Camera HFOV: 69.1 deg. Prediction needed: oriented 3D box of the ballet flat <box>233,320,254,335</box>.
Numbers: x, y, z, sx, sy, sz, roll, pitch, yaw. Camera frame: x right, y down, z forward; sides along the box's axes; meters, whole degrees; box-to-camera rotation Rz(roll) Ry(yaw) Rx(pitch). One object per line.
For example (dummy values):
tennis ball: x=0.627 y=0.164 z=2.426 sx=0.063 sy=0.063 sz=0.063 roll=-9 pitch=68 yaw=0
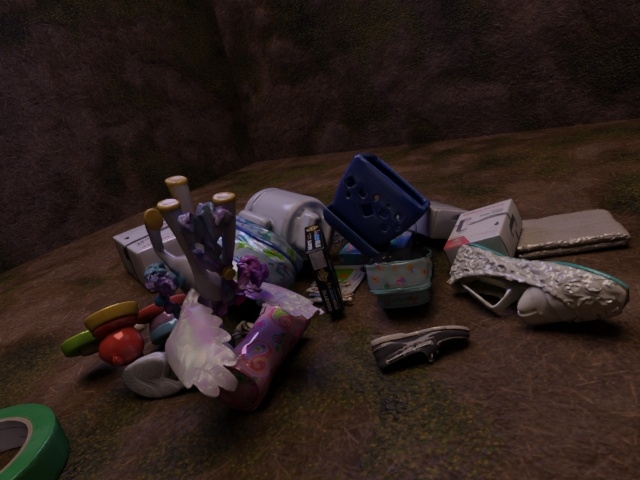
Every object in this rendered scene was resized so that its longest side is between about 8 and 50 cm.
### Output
ballet flat: x=-0.189 y=0.227 z=1.202 sx=0.114 sy=0.041 sz=0.041 roll=5 pitch=28 yaw=44

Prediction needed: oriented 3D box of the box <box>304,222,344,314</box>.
box: x=0.007 y=0.067 z=1.233 sx=0.051 sy=0.175 sz=0.220 roll=-17 pitch=19 yaw=3

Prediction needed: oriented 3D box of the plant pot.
plant pot: x=0.151 y=-0.093 z=1.313 sx=0.212 sy=0.236 sz=0.236 roll=-51 pitch=-7 yaw=20

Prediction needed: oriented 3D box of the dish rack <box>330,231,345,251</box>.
dish rack: x=0.000 y=0.000 z=1.632 sx=0.271 sy=0.074 sz=0.208 roll=-6 pitch=23 yaw=27

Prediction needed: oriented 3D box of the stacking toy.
stacking toy: x=-0.477 y=0.260 z=1.189 sx=0.279 sy=0.131 sz=0.308 roll=-33 pitch=-14 yaw=25

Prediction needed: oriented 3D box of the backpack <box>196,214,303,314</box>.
backpack: x=-0.213 y=0.067 z=1.308 sx=0.273 sy=0.290 sz=0.355 roll=-38 pitch=30 yaw=-3

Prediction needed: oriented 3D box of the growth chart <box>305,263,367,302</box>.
growth chart: x=0.044 y=0.124 z=1.350 sx=0.171 sy=0.021 sz=0.237 roll=-7 pitch=20 yaw=23

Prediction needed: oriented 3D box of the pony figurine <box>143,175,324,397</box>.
pony figurine: x=-0.210 y=0.082 z=0.917 sx=0.302 sy=0.364 sz=0.350 roll=-27 pitch=32 yaw=-37

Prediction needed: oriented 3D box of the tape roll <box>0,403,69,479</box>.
tape roll: x=-0.655 y=0.448 z=0.876 sx=0.320 sy=0.077 sz=0.321 roll=-13 pitch=19 yaw=4

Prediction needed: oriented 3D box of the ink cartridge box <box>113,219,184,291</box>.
ink cartridge box: x=-0.611 y=0.032 z=1.834 sx=0.285 sy=0.167 sz=0.394 roll=-26 pitch=23 yaw=-30

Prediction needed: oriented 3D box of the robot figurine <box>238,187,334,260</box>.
robot figurine: x=-0.112 y=-0.056 z=1.477 sx=0.299 sy=0.200 sz=0.353 roll=9 pitch=7 yaw=-45

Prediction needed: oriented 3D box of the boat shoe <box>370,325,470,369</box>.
boat shoe: x=0.208 y=0.220 z=0.949 sx=0.205 sy=0.075 sz=0.065 roll=-9 pitch=63 yaw=-1

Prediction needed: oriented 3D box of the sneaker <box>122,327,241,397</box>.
sneaker: x=-0.312 y=0.275 z=1.087 sx=0.268 sy=0.102 sz=0.153 roll=-15 pitch=12 yaw=6

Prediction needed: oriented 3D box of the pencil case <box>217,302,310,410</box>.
pencil case: x=-0.123 y=0.233 z=1.017 sx=0.124 sy=0.124 sz=0.284 roll=-5 pitch=24 yaw=24

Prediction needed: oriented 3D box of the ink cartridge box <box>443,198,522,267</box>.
ink cartridge box: x=0.445 y=-0.011 z=1.262 sx=0.158 sy=0.092 sz=0.218 roll=-18 pitch=17 yaw=37

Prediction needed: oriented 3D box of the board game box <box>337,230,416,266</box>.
board game box: x=0.181 y=0.026 z=1.478 sx=0.210 sy=0.047 sz=0.160 roll=-3 pitch=23 yaw=28

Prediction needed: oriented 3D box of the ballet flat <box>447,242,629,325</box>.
ballet flat: x=0.436 y=0.112 z=1.001 sx=0.146 sy=0.147 sz=0.408 roll=-23 pitch=18 yaw=-22

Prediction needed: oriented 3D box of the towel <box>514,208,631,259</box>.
towel: x=0.658 y=-0.016 z=1.264 sx=0.281 sy=0.049 sz=0.187 roll=-9 pitch=22 yaw=17

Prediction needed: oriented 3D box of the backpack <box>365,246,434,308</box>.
backpack: x=0.194 y=0.090 z=1.132 sx=0.165 sy=0.145 sz=0.188 roll=-6 pitch=-5 yaw=16

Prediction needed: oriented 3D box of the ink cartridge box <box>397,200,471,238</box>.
ink cartridge box: x=0.362 y=-0.070 z=1.479 sx=0.160 sy=0.093 sz=0.219 roll=2 pitch=13 yaw=-22
